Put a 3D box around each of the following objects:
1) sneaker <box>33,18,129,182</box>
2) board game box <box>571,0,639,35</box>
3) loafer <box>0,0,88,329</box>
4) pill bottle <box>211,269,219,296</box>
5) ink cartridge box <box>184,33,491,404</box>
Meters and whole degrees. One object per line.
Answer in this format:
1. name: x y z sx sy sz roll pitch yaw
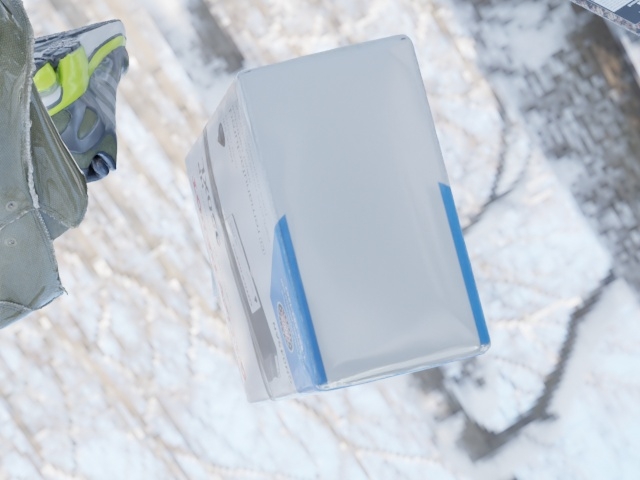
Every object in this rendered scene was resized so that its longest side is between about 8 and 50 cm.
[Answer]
1. sneaker: -0.215 -0.108 1.372 0.111 0.121 0.300 -12 -166 8
2. board game box: 0.428 -0.315 1.738 0.232 0.291 0.141 -31 -133 47
3. loafer: -0.183 -0.047 0.951 0.087 0.251 0.094 -13 -129 -24
4. pill bottle: -0.081 0.045 1.868 0.083 0.043 0.043 -5 -162 -2
5. ink cartridge box: 0.000 0.000 1.573 0.166 0.285 0.395 -13 175 -13
